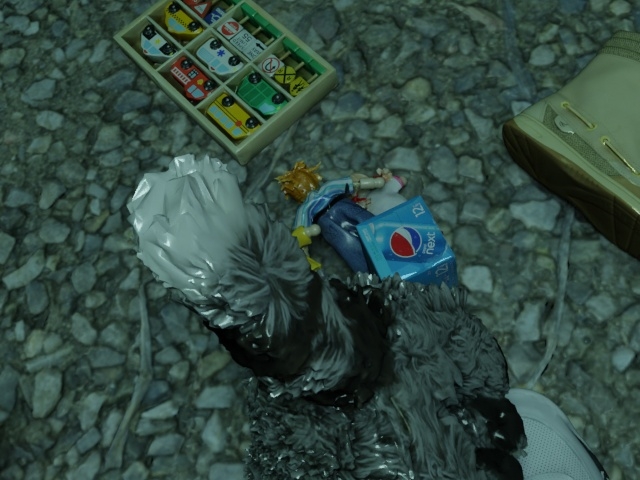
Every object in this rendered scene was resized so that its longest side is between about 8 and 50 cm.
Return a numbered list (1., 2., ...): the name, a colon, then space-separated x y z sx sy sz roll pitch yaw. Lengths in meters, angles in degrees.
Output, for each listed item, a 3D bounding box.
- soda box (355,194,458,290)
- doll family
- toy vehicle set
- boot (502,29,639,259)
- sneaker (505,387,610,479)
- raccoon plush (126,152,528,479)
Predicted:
1. soda box: 0.090 0.046 0.769 0.067 0.210 0.071 -25 62 -2
2. doll family: 0.000 0.000 0.857 0.263 0.118 0.163 -43 66 -10
3. toy vehicle set: -0.126 -0.234 1.031 0.166 0.035 0.267 -42 66 -10
4. boot: 0.357 -0.101 0.854 0.203 0.095 0.262 -40 61 -10
5. sneaker: 0.212 0.280 0.642 0.137 0.210 0.366 -14 64 3
6. raccoon plush: -0.041 0.121 0.655 0.299 0.446 0.216 -22 28 36
